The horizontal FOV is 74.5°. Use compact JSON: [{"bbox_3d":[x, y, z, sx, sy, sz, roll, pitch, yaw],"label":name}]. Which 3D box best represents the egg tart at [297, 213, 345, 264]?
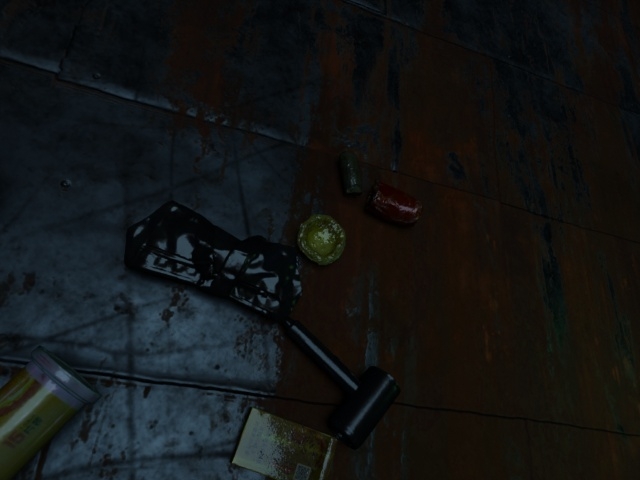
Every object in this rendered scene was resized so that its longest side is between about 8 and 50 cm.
[{"bbox_3d":[0.000,0.000,0.814,0.105,0.039,0.105,8,67,-18],"label":"egg tart"}]

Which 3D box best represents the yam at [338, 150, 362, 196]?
[{"bbox_3d":[0.064,-0.140,0.893,0.043,0.043,0.094,0,68,-21],"label":"yam"}]

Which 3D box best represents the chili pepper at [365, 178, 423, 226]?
[{"bbox_3d":[0.158,-0.072,0.890,0.123,0.073,0.070,23,105,-9],"label":"chili pepper"}]

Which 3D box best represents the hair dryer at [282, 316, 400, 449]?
[{"bbox_3d":[0.004,0.224,0.723,0.255,0.070,0.128,41,61,6],"label":"hair dryer"}]

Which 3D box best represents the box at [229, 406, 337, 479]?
[{"bbox_3d":[-0.055,0.334,0.669,0.157,0.022,0.089,24,64,-11],"label":"box"}]

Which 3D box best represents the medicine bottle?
[{"bbox_3d":[-0.460,0.318,0.470,0.108,0.108,0.426,41,61,-2],"label":"medicine bottle"}]

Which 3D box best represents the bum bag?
[{"bbox_3d":[-0.173,0.030,0.718,0.310,0.074,0.136,22,66,-10],"label":"bum bag"}]
